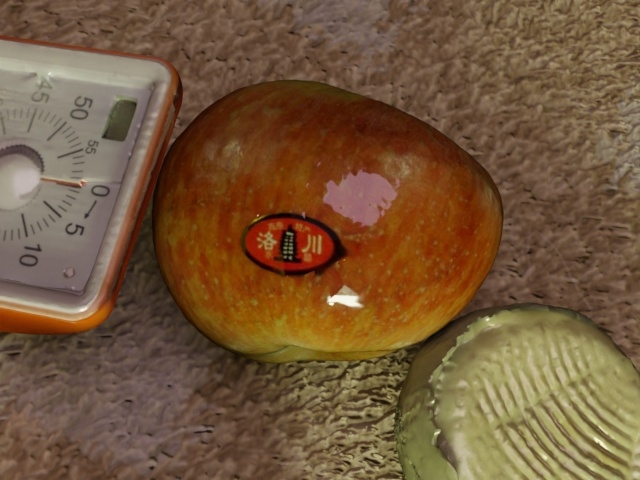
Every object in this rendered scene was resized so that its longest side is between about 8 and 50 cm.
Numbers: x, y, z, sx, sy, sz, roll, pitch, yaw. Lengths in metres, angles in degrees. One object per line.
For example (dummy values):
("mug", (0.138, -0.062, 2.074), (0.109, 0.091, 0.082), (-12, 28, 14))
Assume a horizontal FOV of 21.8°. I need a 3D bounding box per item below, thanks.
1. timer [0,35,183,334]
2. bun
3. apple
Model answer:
("timer", (-0.256, -0.045, 1.490), (0.250, 0.161, 0.257), (3, 64, 29))
("bun", (0.176, 0.186, 1.513), (0.259, 0.152, 0.259), (7, 68, -17))
("apple", (0.000, 0.000, 1.502), (0.309, 0.277, 0.250), (16, 76, 31))
